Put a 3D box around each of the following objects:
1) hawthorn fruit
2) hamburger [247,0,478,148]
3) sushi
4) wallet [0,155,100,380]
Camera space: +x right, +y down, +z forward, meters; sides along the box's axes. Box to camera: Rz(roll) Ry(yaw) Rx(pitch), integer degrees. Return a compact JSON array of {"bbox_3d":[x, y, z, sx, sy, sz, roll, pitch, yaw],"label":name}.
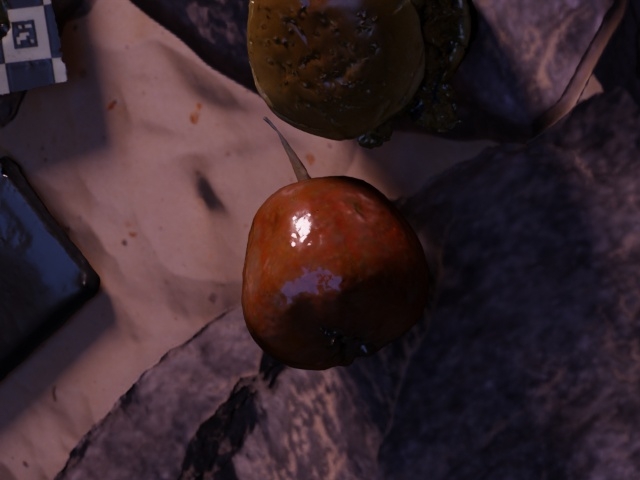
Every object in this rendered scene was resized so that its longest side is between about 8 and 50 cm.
[{"bbox_3d":[0.014,0.010,1.200,0.149,0.149,0.189,-1,63,22],"label":"hawthorn fruit"},{"bbox_3d":[0.031,-0.142,1.158,0.185,0.131,0.159,40,114,8],"label":"hamburger"},{"bbox_3d":[-0.317,-0.212,1.333,0.215,0.050,0.192,-9,98,18],"label":"sushi"},{"bbox_3d":[-0.325,0.070,1.393,0.285,0.030,0.146,-42,85,21],"label":"wallet"}]
